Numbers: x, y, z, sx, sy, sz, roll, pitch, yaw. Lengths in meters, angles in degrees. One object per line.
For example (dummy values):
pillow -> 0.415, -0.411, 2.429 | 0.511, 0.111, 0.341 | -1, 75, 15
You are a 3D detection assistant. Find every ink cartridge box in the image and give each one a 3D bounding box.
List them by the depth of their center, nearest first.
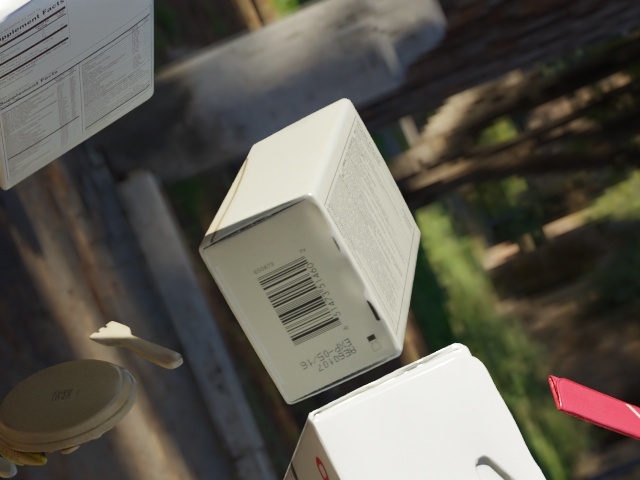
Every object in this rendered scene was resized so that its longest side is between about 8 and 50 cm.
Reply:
ink cartridge box -> 0.076, 0.238, 1.264 | 0.223, 0.129, 0.307 | 62, -16, 17

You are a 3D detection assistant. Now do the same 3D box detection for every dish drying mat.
dish drying mat -> 0.186, 0.111, 1.128 | 0.083, 0.008, 0.032 | 22, 33, -24

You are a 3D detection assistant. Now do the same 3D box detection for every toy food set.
toy food set -> -0.209, 0.141, 1.420 | 0.132, 0.192, 0.039 | 19, -48, 46

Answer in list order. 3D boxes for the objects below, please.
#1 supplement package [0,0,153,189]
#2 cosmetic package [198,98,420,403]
supplement package -> -0.234, -0.188, 1.252 | 0.194, 0.149, 0.203 | 46, -24, 18
cosmetic package -> 0.000, 0.000, 1.522 | 0.160, 0.113, 0.309 | 61, 13, -13
